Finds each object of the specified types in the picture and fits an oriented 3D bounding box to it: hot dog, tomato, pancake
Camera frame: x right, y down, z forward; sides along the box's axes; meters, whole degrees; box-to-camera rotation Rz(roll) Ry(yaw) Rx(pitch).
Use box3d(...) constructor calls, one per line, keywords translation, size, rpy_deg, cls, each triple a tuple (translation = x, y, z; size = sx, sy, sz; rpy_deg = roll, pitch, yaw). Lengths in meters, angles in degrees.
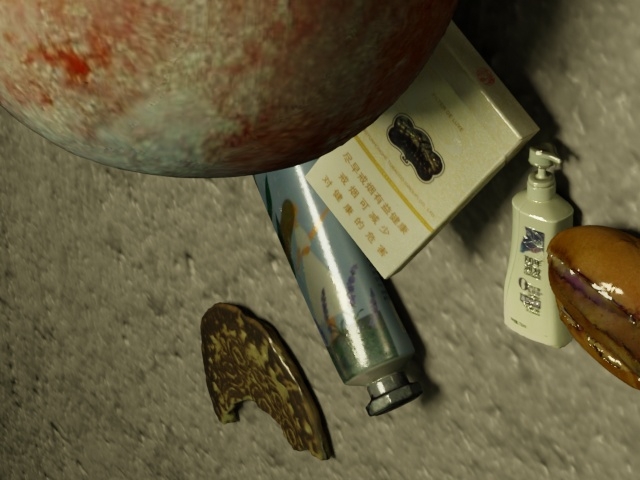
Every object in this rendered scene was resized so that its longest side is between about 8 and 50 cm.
box3d(translation=(0.181, 0.047, 1.065), size=(0.140, 0.060, 0.090), rpy_deg=(44, 151, 29), cls="hot dog")
box3d(translation=(-0.070, -0.183, 1.039), size=(0.316, 0.316, 0.283), rpy_deg=(24, 115, 53), cls="tomato")
box3d(translation=(-0.051, 0.136, 1.604), size=(0.190, 0.020, 0.184), rpy_deg=(49, 149, 31), cls="pancake")

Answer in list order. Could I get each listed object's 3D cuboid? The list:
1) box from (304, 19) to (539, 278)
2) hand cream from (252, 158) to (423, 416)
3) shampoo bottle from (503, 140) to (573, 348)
box3d(translation=(0.059, -0.054, 1.150), size=(0.090, 0.024, 0.167), rpy_deg=(52, 136, 10), cls="box")
box3d(translation=(0.000, 0.000, 1.364), size=(0.271, 0.058, 0.091), rpy_deg=(66, 151, 10), cls="hand cream")
box3d(translation=(0.136, 0.000, 1.137), size=(0.049, 0.034, 0.141), rpy_deg=(43, 145, 47), cls="shampoo bottle")
